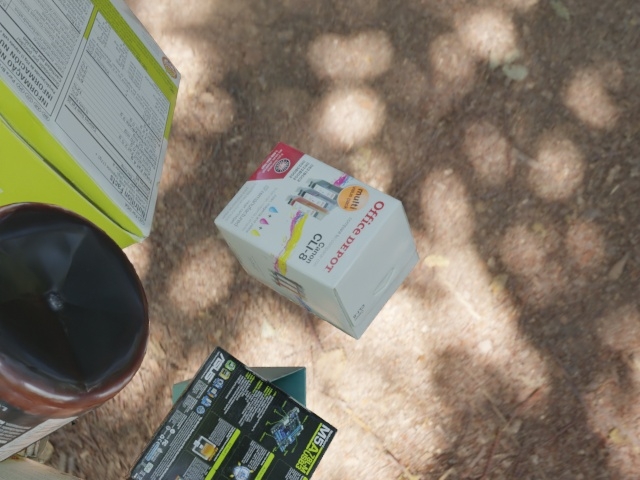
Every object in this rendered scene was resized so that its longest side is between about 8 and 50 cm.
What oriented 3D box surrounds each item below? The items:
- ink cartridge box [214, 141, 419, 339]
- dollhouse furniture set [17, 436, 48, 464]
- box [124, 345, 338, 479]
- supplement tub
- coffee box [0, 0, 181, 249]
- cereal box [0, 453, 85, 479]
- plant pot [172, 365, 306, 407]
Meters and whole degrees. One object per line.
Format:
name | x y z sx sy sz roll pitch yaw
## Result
ink cartridge box | 0.000 0.000 1.040 0.176 0.127 0.128 28 70 29
dollhouse furniture set | -0.414 0.214 1.536 0.173 0.303 0.356 5 49 -21
box | -0.101 0.251 1.089 0.184 0.045 0.191 36 60 -6
supplement tub | -0.184 0.065 0.478 0.106 0.198 0.106 29 45 -35
coffee box | -0.393 -0.146 0.974 0.337 0.338 0.334 -24 37 18
cereal box | -0.303 0.246 0.889 0.173 0.240 0.047 18 82 13
plant pot | -0.167 0.333 1.826 0.234 0.165 0.166 2 93 23
